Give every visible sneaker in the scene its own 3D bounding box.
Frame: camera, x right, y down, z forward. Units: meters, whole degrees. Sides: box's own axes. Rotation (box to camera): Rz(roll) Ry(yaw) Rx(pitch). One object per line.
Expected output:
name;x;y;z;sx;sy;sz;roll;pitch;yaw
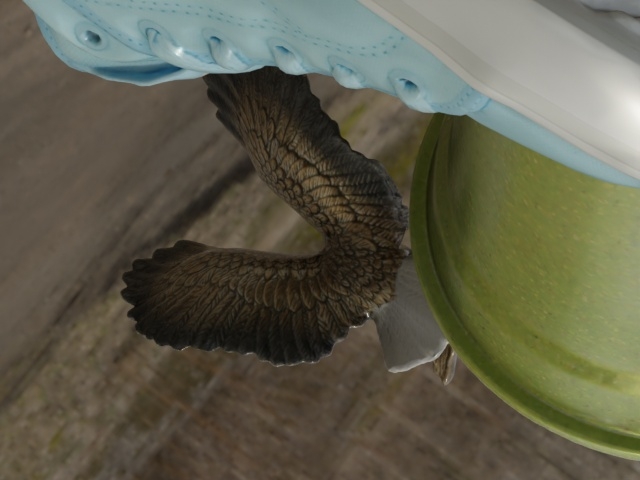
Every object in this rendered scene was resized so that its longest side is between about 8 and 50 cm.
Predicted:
sneaker;-0.022;-0.106;0.449;0.135;0.366;0.150;-35;155;-43

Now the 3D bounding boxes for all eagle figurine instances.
eagle figurine;-0.003;0.005;1.081;0.225;0.298;0.226;117;-4;-49

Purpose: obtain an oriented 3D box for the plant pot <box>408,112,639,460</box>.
plant pot;0.165;-0.067;0.580;0.276;0.276;0.254;-52;158;-14
